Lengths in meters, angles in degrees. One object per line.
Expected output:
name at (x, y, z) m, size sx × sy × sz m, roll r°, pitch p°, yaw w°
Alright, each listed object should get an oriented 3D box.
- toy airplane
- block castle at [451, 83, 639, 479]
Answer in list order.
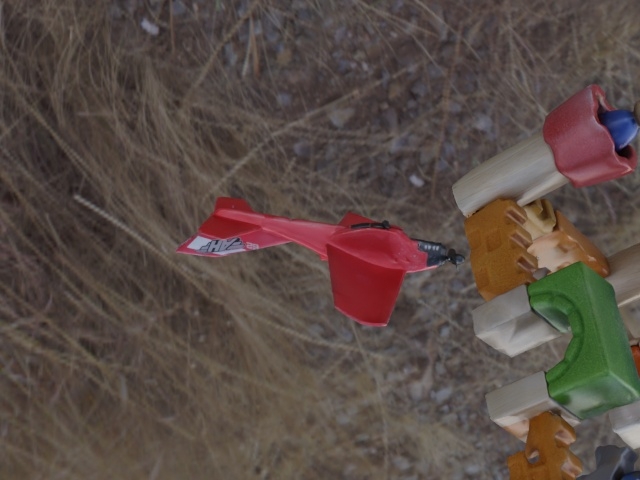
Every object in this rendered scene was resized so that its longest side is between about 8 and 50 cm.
toy airplane at (0.000, 0.000, 0.505) m, size 0.151 × 0.151 × 0.028 m, roll 0°, pitch 110°, yaw -14°
block castle at (0.295, 0.116, 0.811) m, size 0.213 × 0.453 × 0.303 m, roll -29°, pitch 134°, yaw 29°
